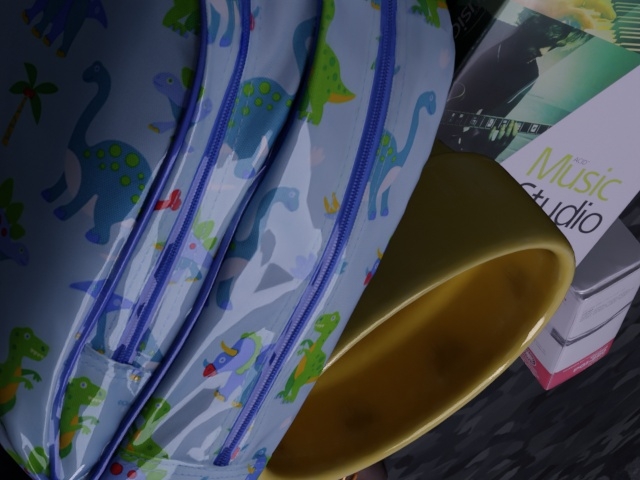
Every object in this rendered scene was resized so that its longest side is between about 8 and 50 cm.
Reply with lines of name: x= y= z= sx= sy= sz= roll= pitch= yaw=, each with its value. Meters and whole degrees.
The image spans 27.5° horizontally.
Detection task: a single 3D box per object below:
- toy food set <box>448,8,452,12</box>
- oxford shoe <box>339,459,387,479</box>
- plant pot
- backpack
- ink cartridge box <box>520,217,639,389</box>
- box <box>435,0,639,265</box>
toy food set: x=0.094 y=-0.145 z=1.012 sx=0.083 sy=0.020 sz=0.083 roll=-32 pitch=155 yaw=-11
oxford shoe: x=0.014 y=0.237 z=1.444 sx=0.130 sy=0.132 sz=0.363 roll=-37 pitch=155 yaw=3
plant pot: x=0.000 y=0.000 z=0.884 sx=0.254 sy=0.239 sz=0.254 roll=-30 pitch=155 yaw=-15
backpack: x=-0.089 y=-0.040 z=0.673 sx=0.355 sy=0.290 sz=0.273 roll=-48 pitch=139 yaw=8
ink cartridge box: x=0.237 y=0.031 z=1.344 sx=0.092 sy=0.158 sz=0.218 roll=-28 pitch=155 yaw=-14
box: x=0.168 y=-0.090 z=1.019 sx=0.232 sy=0.058 sz=0.322 roll=14 pitch=124 yaw=-32
